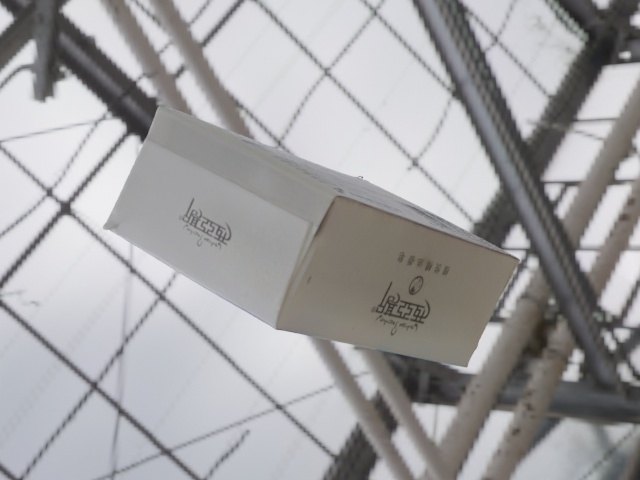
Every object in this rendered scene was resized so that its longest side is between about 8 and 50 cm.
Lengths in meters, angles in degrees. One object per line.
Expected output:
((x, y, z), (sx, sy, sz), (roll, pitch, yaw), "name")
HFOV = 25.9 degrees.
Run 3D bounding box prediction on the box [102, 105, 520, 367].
((-0.001, 0.002, 1.134), (0.274, 0.203, 0.116), (17, -80, -53), "box")
